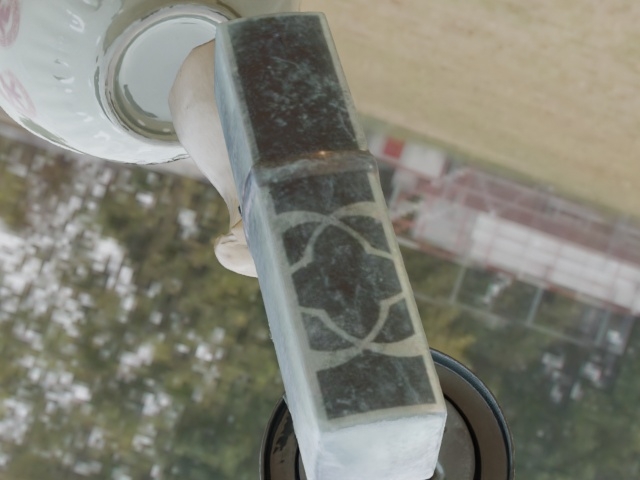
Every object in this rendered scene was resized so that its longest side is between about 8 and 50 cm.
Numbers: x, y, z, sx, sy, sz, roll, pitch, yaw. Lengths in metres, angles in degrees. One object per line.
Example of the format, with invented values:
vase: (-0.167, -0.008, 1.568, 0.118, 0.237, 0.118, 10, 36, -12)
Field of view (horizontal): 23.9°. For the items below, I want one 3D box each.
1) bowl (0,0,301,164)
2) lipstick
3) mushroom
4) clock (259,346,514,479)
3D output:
bowl: (-0.151, -0.188, 1.411, 0.337, 0.337, 0.157, 17, -156, -32)
lipstick: (0.000, 0.000, 0.826, 0.077, 0.289, 0.076, -7, 144, -11)
mushroom: (-0.053, -0.070, 1.091, 0.097, 0.212, 0.088, -16, 149, -1)
clock: (0.084, 0.284, 1.894, 0.319, 0.319, 0.066, 20, 161, 13)
